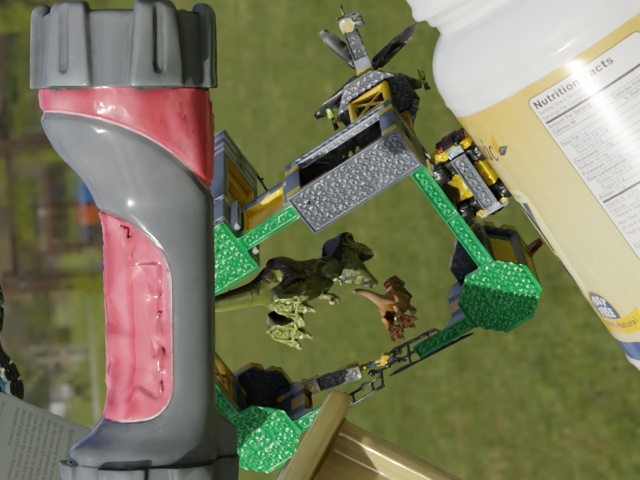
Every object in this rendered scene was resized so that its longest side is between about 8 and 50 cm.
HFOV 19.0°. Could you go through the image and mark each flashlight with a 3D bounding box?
[{"bbox_3d":[-0.105,0.024,1.030,0.103,0.103,0.304,-3,-85,-61],"label":"flashlight"}]

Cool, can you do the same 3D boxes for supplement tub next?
[{"bbox_3d":[0.213,-0.092,1.192,0.316,0.228,0.228,54,175,-7],"label":"supplement tub"}]

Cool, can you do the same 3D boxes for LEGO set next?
[{"bbox_3d":[0.000,0.000,1.482,0.255,0.331,0.192,44,-162,-22],"label":"LEGO set"}]

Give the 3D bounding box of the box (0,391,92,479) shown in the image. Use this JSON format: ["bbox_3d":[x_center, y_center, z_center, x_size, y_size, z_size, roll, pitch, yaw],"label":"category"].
[{"bbox_3d":[-0.206,0.198,1.374,0.130,0.170,0.091,-49,25,39],"label":"box"}]

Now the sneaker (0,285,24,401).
[{"bbox_3d":[-0.327,0.088,1.742,0.073,0.063,0.162,-7,96,47],"label":"sneaker"}]

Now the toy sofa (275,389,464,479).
[{"bbox_3d":[0.113,0.269,1.267,0.150,0.363,0.177,-59,-8,-38],"label":"toy sofa"}]
